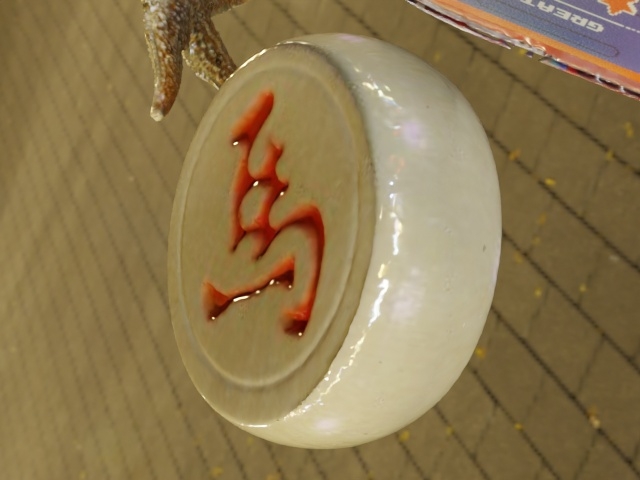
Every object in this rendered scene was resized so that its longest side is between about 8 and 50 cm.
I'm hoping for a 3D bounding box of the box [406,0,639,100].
[{"bbox_3d":[0.276,-0.369,1.237,0.257,0.319,0.348,118,172,-65],"label":"box"}]

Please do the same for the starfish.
[{"bbox_3d":[-0.115,-0.214,1.137,0.048,0.231,0.295,-21,67,23],"label":"starfish"}]

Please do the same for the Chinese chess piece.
[{"bbox_3d":[0.000,0.000,0.864,0.273,0.102,0.273,-17,69,54],"label":"Chinese chess piece"}]
